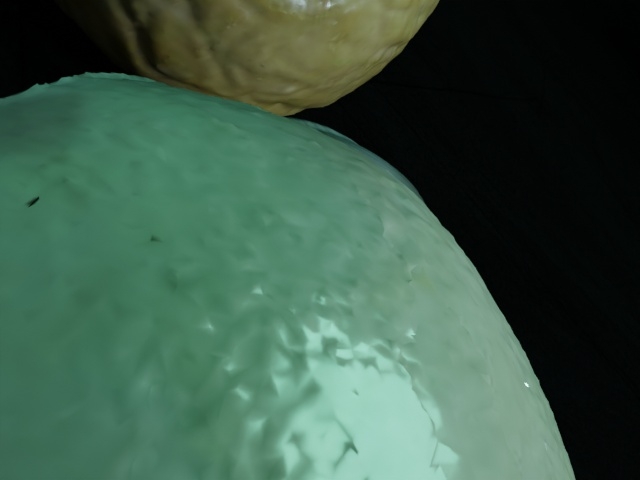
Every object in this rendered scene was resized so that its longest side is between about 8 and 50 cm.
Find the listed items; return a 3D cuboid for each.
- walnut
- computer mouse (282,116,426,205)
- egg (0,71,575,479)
[{"bbox_3d":[-0.041,-0.229,1.096,0.333,0.333,0.333,49,21,-26],"label":"walnut"},{"bbox_3d":[0.005,-0.004,1.166,0.197,0.095,0.331,57,18,8],"label":"computer mouse"},{"bbox_3d":[-0.020,0.114,0.520,0.337,0.201,0.337,-31,127,-53],"label":"egg"}]
